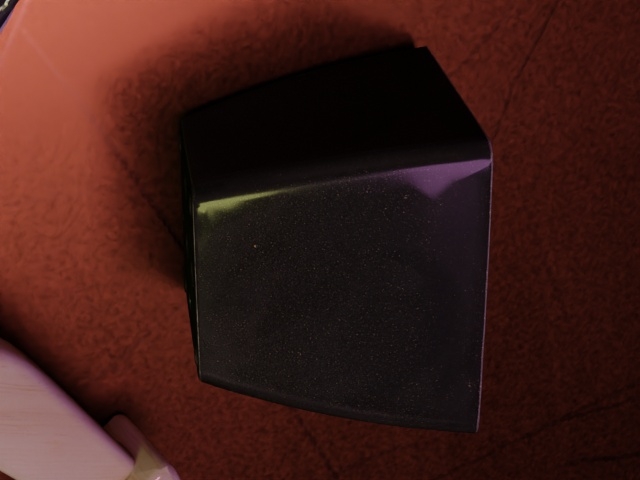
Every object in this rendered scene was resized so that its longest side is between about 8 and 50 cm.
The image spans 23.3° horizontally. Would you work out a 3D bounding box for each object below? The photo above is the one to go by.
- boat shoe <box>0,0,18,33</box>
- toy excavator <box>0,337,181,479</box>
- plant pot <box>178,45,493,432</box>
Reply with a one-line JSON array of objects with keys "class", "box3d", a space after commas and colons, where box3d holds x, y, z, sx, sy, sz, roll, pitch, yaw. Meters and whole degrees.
[{"class": "boat shoe", "box3d": [-0.176, -0.188, 0.826, 0.108, 0.102, 0.301, 27, 101, -30]}, {"class": "toy excavator", "box3d": [-0.310, 0.095, 0.857, 0.445, 0.222, 0.433, -22, 121, -22]}, {"class": "plant pot", "box3d": [0.000, 0.000, 0.952, 0.167, 0.187, 0.188, -4, 115, -7]}]
